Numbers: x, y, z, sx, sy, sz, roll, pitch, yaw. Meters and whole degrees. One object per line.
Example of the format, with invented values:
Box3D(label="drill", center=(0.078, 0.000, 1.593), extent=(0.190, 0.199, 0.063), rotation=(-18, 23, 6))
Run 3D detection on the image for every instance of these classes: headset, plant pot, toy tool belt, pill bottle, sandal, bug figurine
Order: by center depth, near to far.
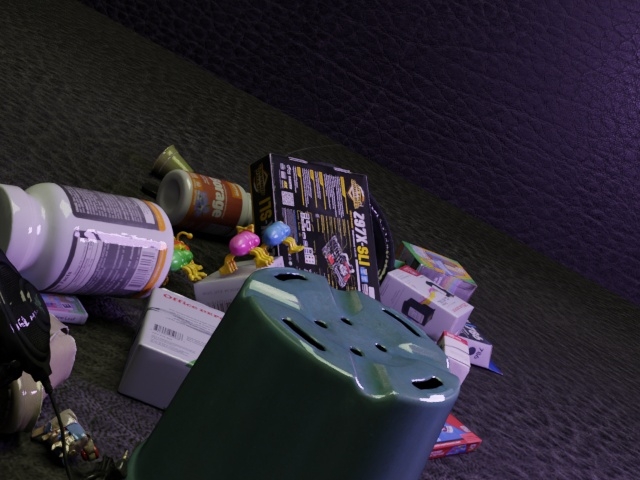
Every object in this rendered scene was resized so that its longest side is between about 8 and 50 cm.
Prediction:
Box3D(label="headset", center=(-0.366, 0.138, 0.968), extent=(0.394, 0.243, 0.185), rotation=(36, -1, -4))
Box3D(label="plant pot", center=(-0.035, 0.231, 1.048), extent=(0.341, 0.334, 0.341), rotation=(25, 15, -7))
Box3D(label="toy tool belt", center=(-0.301, 0.240, 1.127), extent=(0.051, 0.052, 0.083), rotation=(-24, 42, -29))
Box3D(label="pill bottle", center=(-0.372, 0.000, 1.442), extent=(0.278, 0.162, 0.162), rotation=(10, 23, -47))
Box3D(label="bug figurine", center=(-0.176, 0.015, 1.658), extent=(0.279, 0.072, 0.216), rotation=(-11, 7, 7))
Box3D(label="pill bottle", center=(-0.233, -0.074, 2.057), extent=(0.216, 0.121, 0.121), rotation=(12, 22, -42))
Box3D(label="sandal", center=(-0.311, -0.096, 2.147), extent=(0.179, 0.040, 0.067), rotation=(24, 16, -12))
Box3D(label="plant pot", center=(-0.345, -0.170, 2.276), extent=(0.079, 0.083, 0.083), rotation=(40, 17, 1))

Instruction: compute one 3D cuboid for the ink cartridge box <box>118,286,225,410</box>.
Box3D(label="ink cartridge box", center=(-0.202, 0.167, 1.418), extent=(0.153, 0.087, 0.208), rotation=(24, 17, -11))

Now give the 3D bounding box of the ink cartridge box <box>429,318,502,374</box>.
Box3D(label="ink cartridge box", center=(0.256, 0.192, 2.121), extent=(0.333, 0.065, 0.165), rotation=(20, 17, -27))

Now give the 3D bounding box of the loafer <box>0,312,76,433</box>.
Box3D(label="loafer", center=(-0.355, 0.151, 1.200), extent=(0.092, 0.102, 0.268), rotation=(15, 19, -20))

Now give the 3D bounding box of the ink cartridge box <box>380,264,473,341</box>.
Box3D(label="ink cartridge box", center=(0.217, 0.133, 2.003), extent=(0.175, 0.072, 0.127), rotation=(32, 17, 17))

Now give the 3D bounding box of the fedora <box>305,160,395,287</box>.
Box3D(label="fedora", center=(0.000, 0.000, 2.052), extent=(0.334, 0.152, 0.334), rotation=(16, 63, -35))

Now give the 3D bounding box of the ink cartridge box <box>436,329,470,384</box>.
Box3D(label="ink cartridge box", center=(0.241, 0.247, 1.857), extent=(0.056, 0.099, 0.135), rotation=(27, 15, -1))

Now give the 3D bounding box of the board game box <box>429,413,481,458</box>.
Box3D(label="board game box", center=(0.145, 0.315, 1.626), extent=(0.145, 0.027, 0.281), rotation=(37, 19, 35))

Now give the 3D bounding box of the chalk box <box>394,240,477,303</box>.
Box3D(label="chalk box", center=(0.229, 0.098, 2.244), extent=(0.213, 0.132, 0.132), rotation=(22, 17, -23))

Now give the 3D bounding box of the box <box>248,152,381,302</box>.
Box3D(label="box", center=(-0.008, 0.006, 1.883), extent=(0.257, 0.079, 0.322), rotation=(10, 66, -41))

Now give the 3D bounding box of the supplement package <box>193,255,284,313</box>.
Box3D(label="supplement package", center=(-0.130, 0.098, 1.651), extent=(0.105, 0.105, 0.179), rotation=(-9, 7, 16))

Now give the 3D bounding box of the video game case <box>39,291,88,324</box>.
Box3D(label="video game case", center=(-0.475, 0.052, 1.457), extent=(0.193, 0.023, 0.212), rotation=(13, 21, -40))
